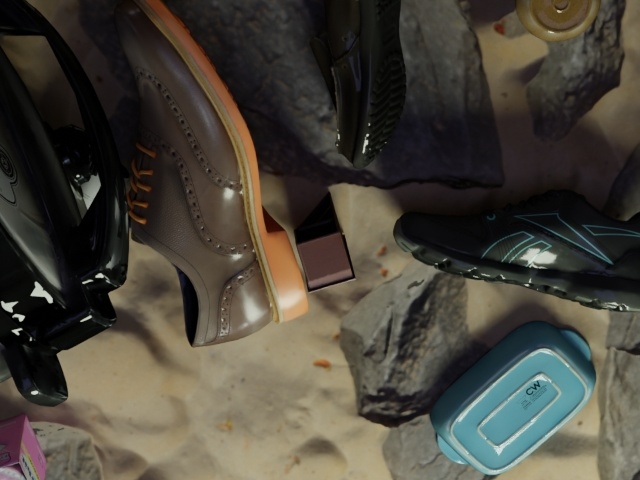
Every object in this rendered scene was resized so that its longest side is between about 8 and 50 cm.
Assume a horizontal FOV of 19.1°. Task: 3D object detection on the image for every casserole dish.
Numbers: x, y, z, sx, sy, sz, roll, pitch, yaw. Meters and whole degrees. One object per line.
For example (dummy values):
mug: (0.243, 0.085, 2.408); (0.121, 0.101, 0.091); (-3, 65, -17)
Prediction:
casserole dish: (0.200, 0.167, 1.943); (0.188, 0.037, 0.114); (-42, 109, 10)

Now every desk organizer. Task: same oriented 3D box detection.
desk organizer: (0.000, 0.000, 1.811); (0.047, 0.130, 0.050); (-16, 109, 1)

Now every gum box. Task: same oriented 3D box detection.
gum box: (-0.373, 0.249, 1.885); (0.188, 0.107, 0.062); (-19, 111, 3)

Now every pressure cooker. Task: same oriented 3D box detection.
pressure cooker: (-0.378, -0.031, 1.643); (0.420, 0.375, 0.370); (-26, 119, 7)

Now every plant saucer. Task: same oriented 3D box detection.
plant saucer: (0.227, -0.228, 1.805); (0.083, 0.015, 0.083); (-2, 111, -5)

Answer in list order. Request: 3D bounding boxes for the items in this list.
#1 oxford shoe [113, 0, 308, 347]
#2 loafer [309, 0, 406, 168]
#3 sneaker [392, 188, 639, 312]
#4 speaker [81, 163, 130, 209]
oxford shoe: (-0.129, -0.060, 1.765); (0.132, 0.130, 0.364); (-25, 112, -9)
loafer: (0.032, -0.176, 1.786); (0.078, 0.080, 0.220); (13, 114, 25)
sneaker: (0.203, -0.002, 1.862); (0.267, 0.101, 0.106); (12, 87, -9)
speaker: (-0.238, -0.021, 1.822); (0.055, 0.055, 0.136); (28, 106, -14)
